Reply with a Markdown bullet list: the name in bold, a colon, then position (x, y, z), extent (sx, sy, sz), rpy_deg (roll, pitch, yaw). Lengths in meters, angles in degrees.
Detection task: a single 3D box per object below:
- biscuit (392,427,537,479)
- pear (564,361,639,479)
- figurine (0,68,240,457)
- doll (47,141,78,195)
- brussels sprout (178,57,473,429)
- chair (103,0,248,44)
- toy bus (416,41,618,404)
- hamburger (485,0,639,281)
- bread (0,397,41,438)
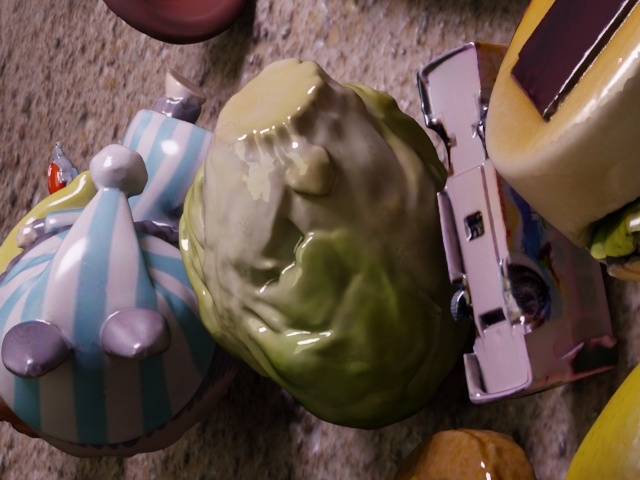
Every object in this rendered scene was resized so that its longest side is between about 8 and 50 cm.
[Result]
- **biscuit**: position (0.102, 0.335, 1.499), extent (0.350, 0.070, 0.394), rpy_deg (122, 150, -55)
- **pear**: position (0.271, 0.193, 1.240), extent (0.340, 0.191, 0.387), rpy_deg (-13, 71, 55)
- **figurine**: position (-0.148, 0.050, 1.809), extent (0.361, 0.266, 0.377), rpy_deg (-60, 18, 3)
- **doll**: position (-0.309, -0.063, 2.366), extent (0.057, 0.039, 0.114), rpy_deg (143, 125, -83)
- **brussels sprout**: position (0.001, 0.003, 1.649), extent (0.274, 0.242, 0.317), rpy_deg (-102, -10, -81)
- **chair**: position (-0.210, -0.376, 2.132), extent (0.401, 0.226, 0.227), rpy_deg (41, 116, 52)
- **toy bus**: position (0.152, -0.014, 1.522), extent (0.090, 0.112, 0.274), rpy_deg (-23, 72, 54)
- **hamburger**: position (0.246, -0.115, 1.360), extent (0.302, 0.170, 0.302), rpy_deg (-51, 19, 25)
- **bread**: position (-0.284, 0.094, 2.154), extent (0.123, 0.190, 0.244), rpy_deg (-2, 76, 44)
